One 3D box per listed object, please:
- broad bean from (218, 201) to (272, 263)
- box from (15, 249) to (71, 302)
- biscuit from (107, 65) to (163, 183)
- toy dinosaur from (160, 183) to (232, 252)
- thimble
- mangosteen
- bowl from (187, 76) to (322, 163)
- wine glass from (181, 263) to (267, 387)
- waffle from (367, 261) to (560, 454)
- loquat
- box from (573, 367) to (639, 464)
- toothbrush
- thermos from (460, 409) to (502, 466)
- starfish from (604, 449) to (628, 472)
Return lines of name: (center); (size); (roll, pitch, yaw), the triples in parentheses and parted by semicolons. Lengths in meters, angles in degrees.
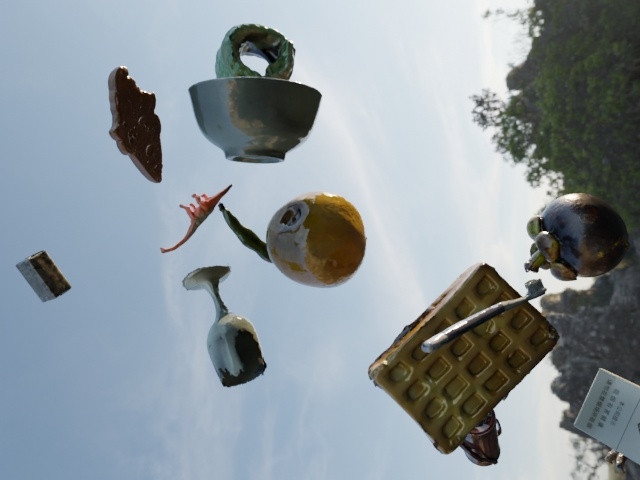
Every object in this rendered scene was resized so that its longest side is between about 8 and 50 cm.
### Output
broad bean: (-0.198, 0.001, 1.418); (0.297, 0.043, 0.060); (41, -130, -9)
box: (-0.558, 0.073, 0.967); (0.098, 0.062, 0.045); (63, -148, -18)
biscuit: (-0.422, -0.260, 1.110); (0.183, 0.043, 0.280); (-65, -24, -49)
toy dinosaur: (-0.365, -0.076, 1.394); (0.279, 0.101, 0.055); (-43, -26, -4)
thimble: (-0.178, -0.490, 1.336); (0.219, 0.150, 0.218); (6, -106, -24)
mangosteen: (0.545, 0.002, 1.056); (0.192, 0.217, 0.192); (64, -178, -4)
bowl: (-0.139, -0.245, 1.041); (0.289, 0.289, 0.146); (-5, -83, -59)
wine glass: (-0.249, 0.217, 1.256); (0.143, 0.143, 0.321); (17, -141, -58)
waffle: (0.274, 0.221, 0.934); (0.328, 0.224, 0.098); (-44, -9, -6)
loquat: (0.000, 0.000, 1.300); (0.275, 0.275, 0.274); (2, -92, -59)
box: (0.629, 0.361, 0.909); (0.035, 0.245, 0.139); (22, -86, -37)
toothbrush: (0.235, 0.098, 0.658); (0.288, 0.024, 0.026); (-15, -93, -37)
thermos: (0.399, 0.489, 1.189); (0.124, 0.099, 0.232); (-36, -50, -13)
starfish: (0.748, 0.459, 1.111); (0.238, 0.213, 0.057); (13, -146, -49)
